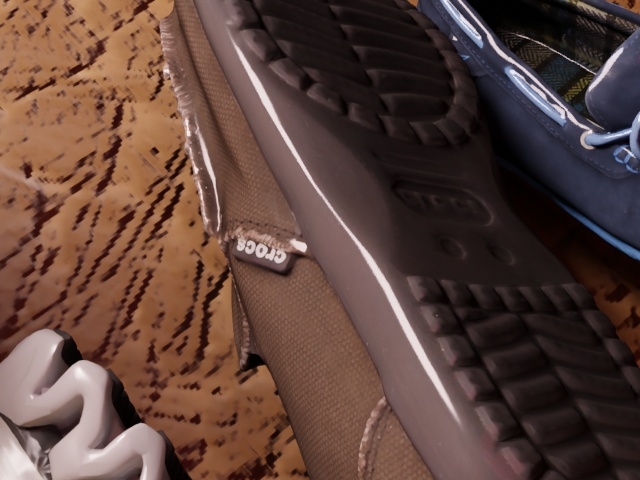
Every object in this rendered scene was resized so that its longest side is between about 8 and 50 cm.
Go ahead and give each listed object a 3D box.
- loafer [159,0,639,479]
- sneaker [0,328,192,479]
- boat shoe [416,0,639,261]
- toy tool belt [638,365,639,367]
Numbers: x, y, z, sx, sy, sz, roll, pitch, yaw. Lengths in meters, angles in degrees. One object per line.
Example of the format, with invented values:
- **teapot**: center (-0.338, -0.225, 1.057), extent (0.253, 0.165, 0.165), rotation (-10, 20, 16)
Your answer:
- **loafer**: center (0.000, 0.000, 0.490), extent (0.134, 0.130, 0.366), rotation (13, 37, -32)
- **sneaker**: center (-0.044, 0.166, 0.412), extent (0.118, 0.110, 0.292), rotation (-40, 66, -17)
- **boat shoe**: center (0.134, -0.055, 0.523), extent (0.258, 0.089, 0.109), rotation (25, 54, 31)
- **toy tool belt**: center (0.140, 0.095, 0.504), extent (0.051, 0.052, 0.083), rotation (-24, 66, -30)
